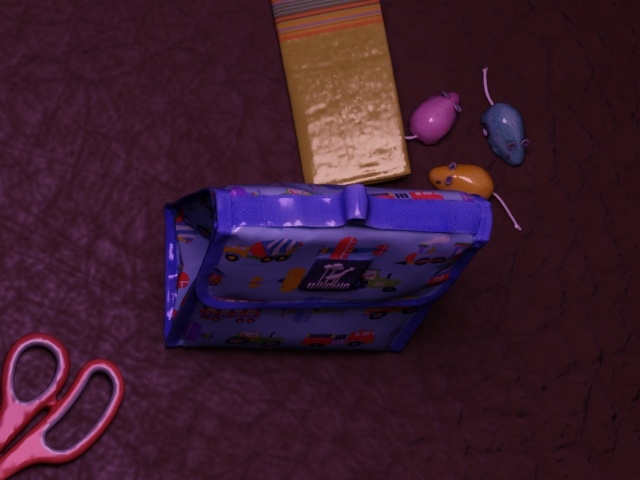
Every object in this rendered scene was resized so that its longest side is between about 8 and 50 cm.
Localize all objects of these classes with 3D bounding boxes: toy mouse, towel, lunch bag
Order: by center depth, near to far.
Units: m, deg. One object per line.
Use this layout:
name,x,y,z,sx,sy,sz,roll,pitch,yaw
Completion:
lunch bag,0.000,0.000,1.441,0.221,0.293,0.138,2,75,-13
towel,0.015,-0.165,1.626,0.102,0.021,0.237,-11,79,1
toy mouse,0.144,-0.106,1.644,0.161,0.031,0.143,23,72,-8

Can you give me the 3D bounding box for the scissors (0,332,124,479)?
scissors,-0.283,0.206,1.461,0.109,0.021,0.297,37,70,-3
